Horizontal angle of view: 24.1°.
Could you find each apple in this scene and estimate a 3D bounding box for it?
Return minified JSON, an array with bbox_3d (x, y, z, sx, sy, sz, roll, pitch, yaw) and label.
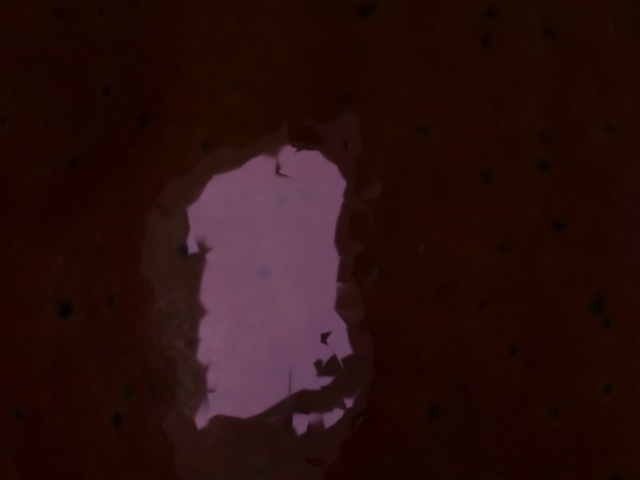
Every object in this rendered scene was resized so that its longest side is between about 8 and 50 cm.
[{"bbox_3d":[0.000,0.000,0.548,0.329,0.295,0.365,-3,100,-36],"label":"apple"}]
